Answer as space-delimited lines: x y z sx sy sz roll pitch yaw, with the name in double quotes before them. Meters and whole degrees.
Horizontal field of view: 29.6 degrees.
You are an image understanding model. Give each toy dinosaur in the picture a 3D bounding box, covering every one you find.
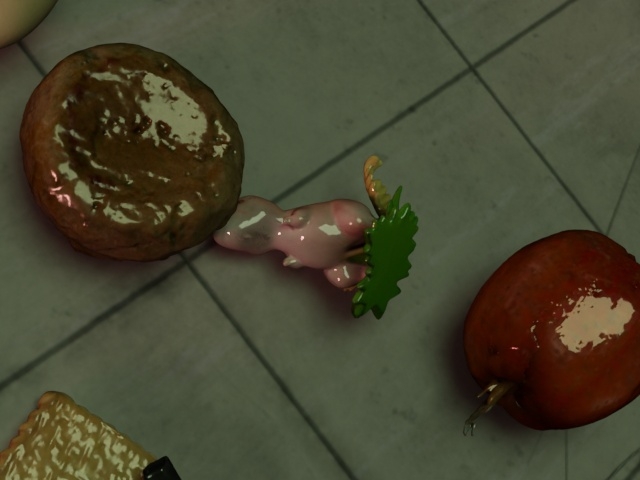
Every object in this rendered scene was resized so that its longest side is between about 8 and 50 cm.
"toy dinosaur" 0.000 0.006 1.297 0.177 0.152 0.194 26 37 32

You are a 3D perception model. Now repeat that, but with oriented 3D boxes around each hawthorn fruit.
"hawthorn fruit" 0.247 0.115 1.313 0.299 0.211 0.211 -37 88 -24

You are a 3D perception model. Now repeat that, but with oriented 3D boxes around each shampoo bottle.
"shampoo bottle" -0.123 0.265 1.124 0.048 0.027 0.137 -43 114 -49

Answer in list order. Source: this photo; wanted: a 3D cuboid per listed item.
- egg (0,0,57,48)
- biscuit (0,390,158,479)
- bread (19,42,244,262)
"egg" -0.333 -0.310 1.202 0.189 0.188 0.253 3 73 -26
"biscuit" -0.246 0.269 1.080 0.160 0.030 0.249 36 56 -8
"bread" -0.191 -0.080 1.213 0.230 0.123 0.230 10 66 -25
